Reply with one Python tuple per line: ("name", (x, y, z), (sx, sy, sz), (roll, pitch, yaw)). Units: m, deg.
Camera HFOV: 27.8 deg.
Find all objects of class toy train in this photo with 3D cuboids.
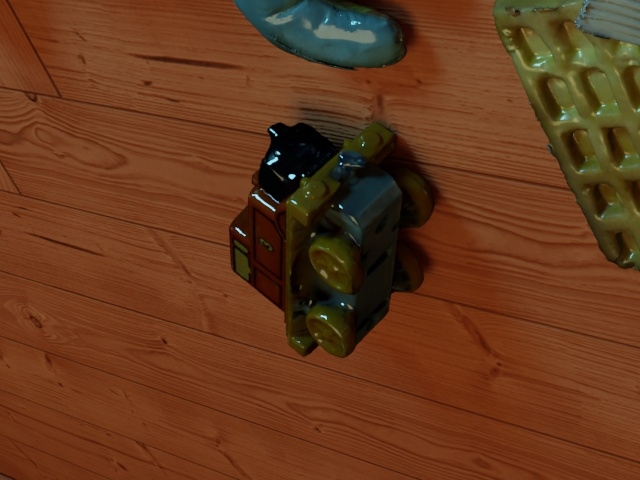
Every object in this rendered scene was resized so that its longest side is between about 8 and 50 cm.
("toy train", (0.000, 0.000, 1.590), (0.232, 0.163, 0.369), (34, 151, 20))

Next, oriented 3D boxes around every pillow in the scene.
("pillow", (0.001, -0.258, 1.302), (0.214, 0.086, 0.233), (26, 150, 7))

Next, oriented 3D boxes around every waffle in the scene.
("waffle", (0.312, -0.111, 1.174), (0.224, 0.098, 0.327), (-3, 128, 45))

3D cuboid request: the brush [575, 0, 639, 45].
("brush", (0.363, -0.164, 1.022), (0.314, 0.017, 0.090), (15, 122, -3))
